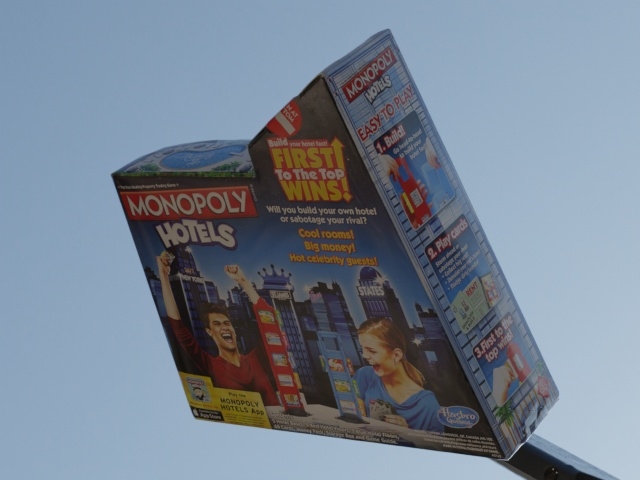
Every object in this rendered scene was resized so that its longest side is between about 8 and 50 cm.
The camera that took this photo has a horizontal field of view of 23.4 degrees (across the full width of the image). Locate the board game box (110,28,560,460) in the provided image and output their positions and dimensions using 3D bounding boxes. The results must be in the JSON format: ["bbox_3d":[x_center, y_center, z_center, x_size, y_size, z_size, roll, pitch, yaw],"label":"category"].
[{"bbox_3d":[0.000,0.000,0.743,0.194,0.060,0.194,3,-62,36],"label":"board game box"}]

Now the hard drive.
[{"bbox_3d":[0.132,0.135,0.970,0.094,0.135,0.022,24,-89,-43],"label":"hard drive"}]
